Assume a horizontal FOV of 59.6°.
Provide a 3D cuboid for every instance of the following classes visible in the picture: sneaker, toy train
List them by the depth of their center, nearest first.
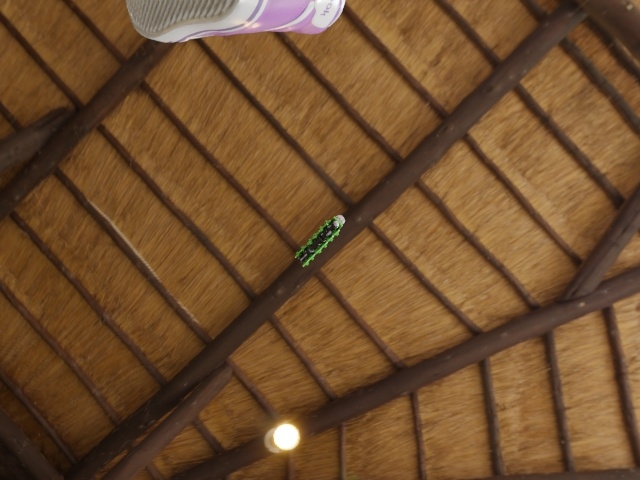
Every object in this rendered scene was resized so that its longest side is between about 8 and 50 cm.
[{"bbox_3d":[0.000,0.000,0.549,0.017,0.083,0.023,48,-129,3],"label":"toy train"},{"bbox_3d":[-0.092,-0.256,0.593,0.161,0.102,0.282,-12,-152,-40],"label":"sneaker"}]
